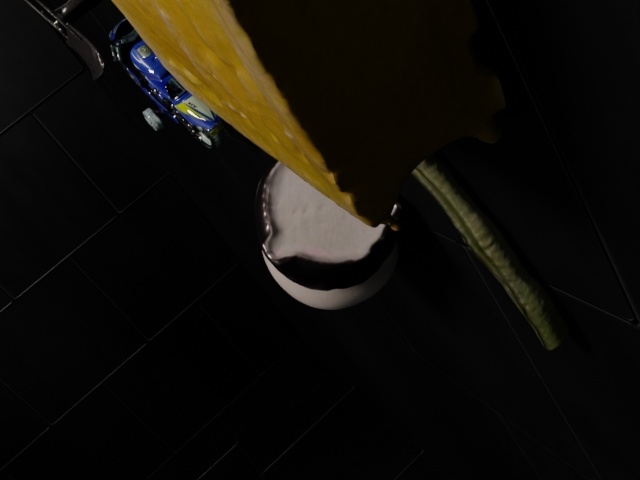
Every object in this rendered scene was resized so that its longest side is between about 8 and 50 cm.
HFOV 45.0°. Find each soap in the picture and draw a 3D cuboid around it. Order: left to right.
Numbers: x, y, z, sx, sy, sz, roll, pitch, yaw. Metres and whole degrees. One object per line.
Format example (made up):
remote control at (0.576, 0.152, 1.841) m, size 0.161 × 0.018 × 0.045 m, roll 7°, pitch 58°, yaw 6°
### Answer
soap at (-0.053, -0.199, 0.564) m, size 0.335 × 0.156 × 0.293 m, roll 41°, pitch 172°, yaw 42°

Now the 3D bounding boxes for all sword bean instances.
sword bean at (0.152, -0.005, 0.740) m, size 0.269 × 0.038 × 0.043 m, roll 50°, pitch 145°, yaw -8°

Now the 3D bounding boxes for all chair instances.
chair at (-0.393, -0.394, 1.282) m, size 0.221 × 0.145 × 0.140 m, roll 52°, pitch 170°, yaw -15°

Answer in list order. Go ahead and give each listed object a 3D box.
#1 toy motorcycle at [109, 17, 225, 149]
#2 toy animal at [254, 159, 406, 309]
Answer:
toy motorcycle at (-0.268, -0.275, 1.302) m, size 0.315 × 0.113 × 0.169 m, roll 44°, pitch 166°, yaw 18°
toy animal at (0.006, -0.006, 0.988) m, size 0.187 × 0.165 × 0.235 m, roll 48°, pitch 172°, yaw 15°
